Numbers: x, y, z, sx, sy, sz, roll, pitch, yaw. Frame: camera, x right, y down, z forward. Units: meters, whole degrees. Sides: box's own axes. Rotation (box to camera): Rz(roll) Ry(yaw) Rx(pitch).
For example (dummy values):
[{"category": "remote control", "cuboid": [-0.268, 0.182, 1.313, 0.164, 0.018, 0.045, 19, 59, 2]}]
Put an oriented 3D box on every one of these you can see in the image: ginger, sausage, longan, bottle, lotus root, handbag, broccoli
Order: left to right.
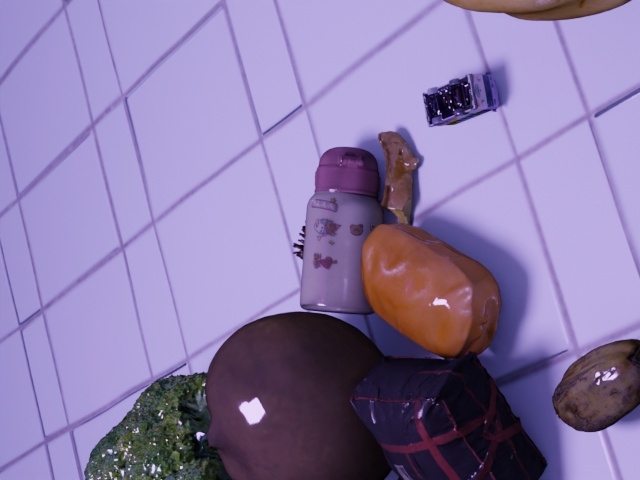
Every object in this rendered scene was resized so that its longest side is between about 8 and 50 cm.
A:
[{"category": "broccoli", "cuboid": [-0.212, 0.375, 2.135, 0.413, 0.310, 0.321, 105, 144, -79]}, {"category": "longan", "cuboid": [-0.023, 0.232, 1.861, 0.297, 0.297, 0.297, 8, 100, 52]}, {"category": "bottle", "cuboid": [0.032, -0.014, 1.904, 0.110, 0.110, 0.233, -3, 82, 53]}, {"category": "ginger", "cuboid": [0.106, -0.082, 1.865, 0.057, 0.044, 0.137, -171, 80, -70]}, {"category": "sausage", "cuboid": [0.138, 0.061, 1.771, 0.241, 0.120, 0.136, 29, 118, 48]}, {"category": "handbag", "cuboid": [0.164, 0.240, 1.700, 0.169, 0.155, 0.215, -15, 117, 48]}, {"category": "lotus root", "cuboid": [0.326, 0.170, 1.561, 0.080, 0.089, 0.179, 36, 146, -5]}]

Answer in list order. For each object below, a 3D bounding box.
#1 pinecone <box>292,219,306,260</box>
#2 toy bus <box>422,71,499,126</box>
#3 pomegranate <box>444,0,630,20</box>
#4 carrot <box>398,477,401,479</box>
[{"category": "pinecone", "cuboid": [0.000, 0.000, 1.989, 0.077, 0.077, 0.083, 2, 71, 53]}, {"category": "toy bus", "cuboid": [0.181, -0.179, 1.740, 0.102, 0.058, 0.052, -17, 81, 57]}, {"category": "pomegranate", "cuboid": [0.232, -0.387, 1.431, 0.332, 0.332, 0.333, 8, 100, 52]}, {"category": "carrot", "cuboid": [0.132, 0.368, 1.866, 0.069, 0.069, 0.229, 18, 108, 50]}]
